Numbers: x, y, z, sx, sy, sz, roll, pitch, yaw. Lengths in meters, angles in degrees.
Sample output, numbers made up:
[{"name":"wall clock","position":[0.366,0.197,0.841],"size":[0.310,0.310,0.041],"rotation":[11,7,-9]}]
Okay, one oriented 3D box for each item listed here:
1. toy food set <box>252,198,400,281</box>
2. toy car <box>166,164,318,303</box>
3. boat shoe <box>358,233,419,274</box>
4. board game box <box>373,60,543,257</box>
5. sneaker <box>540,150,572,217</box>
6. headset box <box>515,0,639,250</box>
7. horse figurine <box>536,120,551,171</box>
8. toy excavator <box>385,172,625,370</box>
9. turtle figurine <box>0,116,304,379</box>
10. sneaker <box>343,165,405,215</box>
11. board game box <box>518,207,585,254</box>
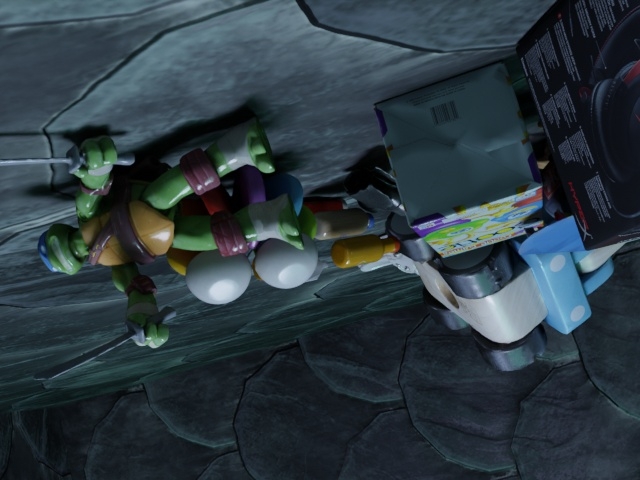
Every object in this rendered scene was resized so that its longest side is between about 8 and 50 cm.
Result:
[{"name":"toy food set","position":[0.000,0.000,1.220],"size":[0.105,0.111,0.232],"rotation":[-8,174,-38]},{"name":"toy car","position":[-0.093,-0.025,0.969],"size":[0.182,0.159,0.136],"rotation":[-12,132,-13]},{"name":"boat shoe","position":[0.181,0.024,1.605],"size":[0.277,0.096,0.098],"rotation":[-24,166,38]},{"name":"board game box","position":[0.174,-0.079,0.979],"size":[0.144,0.142,0.275],"rotation":[-18,168,13]},{"name":"sneaker","position":[0.318,-0.096,0.995],"size":[0.148,0.131,0.350],"rotation":[-19,151,25]},{"name":"headset box","position":[0.299,-0.136,0.676],"size":[0.110,0.218,0.293],"rotation":[-13,168,-16]},{"name":"horse figurine","position":[0.378,-0.140,1.151],"size":[0.263,0.066,0.174],"rotation":[-18,162,27]},{"name":"toy excavator","position":[0.387,-0.013,1.248],"size":[0.445,0.222,0.433],"rotation":[-38,-146,-8]},{"name":"turtle figurine","position":[-0.161,-0.002,0.791],"size":[0.267,0.197,0.274],"rotation":[-20,172,4]},{"name":"sneaker","position":[0.067,-0.071,1.109],"size":[0.089,0.051,0.170],"rotation":[25,178,-24]},{"name":"board game box","position":[0.313,-0.025,0.978],"size":[0.169,0.033,0.133],"rotation":[-3,158,-26]}]
